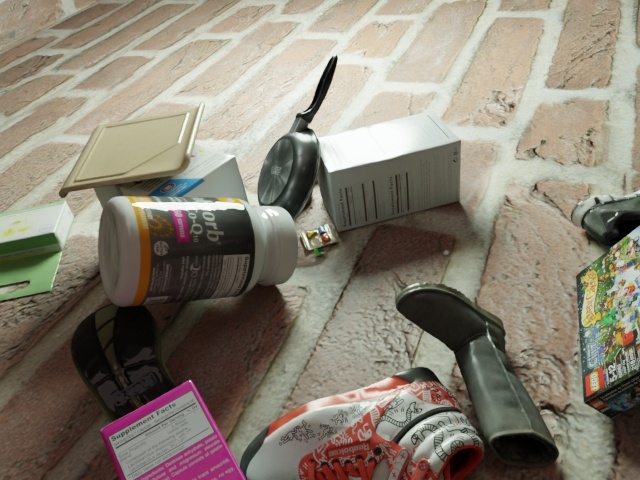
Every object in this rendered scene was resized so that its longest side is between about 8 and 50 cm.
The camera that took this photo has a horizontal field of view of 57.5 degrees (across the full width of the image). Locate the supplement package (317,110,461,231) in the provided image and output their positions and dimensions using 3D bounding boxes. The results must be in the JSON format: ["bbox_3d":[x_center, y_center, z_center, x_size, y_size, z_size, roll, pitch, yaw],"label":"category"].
[{"bbox_3d":[0.123,-0.132,1.098,0.244,0.134,0.139,-14,38,-6],"label":"supplement package"}]

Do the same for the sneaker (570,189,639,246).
[{"bbox_3d":[0.537,-0.041,0.939,0.234,0.078,0.106,-15,41,0],"label":"sneaker"}]

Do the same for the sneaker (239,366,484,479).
[{"bbox_3d":[0.051,0.250,0.665,0.270,0.090,0.145,-19,36,-15],"label":"sneaker"}]

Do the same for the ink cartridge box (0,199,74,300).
[{"bbox_3d":[-0.592,0.019,1.138,0.171,0.056,0.235,-11,36,-2],"label":"ink cartridge box"}]

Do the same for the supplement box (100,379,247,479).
[{"bbox_3d":[-0.129,0.279,0.614,0.113,0.111,0.220,-26,53,-19],"label":"supplement box"}]

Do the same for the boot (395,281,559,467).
[{"bbox_3d":[0.186,0.161,0.719,0.189,0.076,0.209,21,39,-15],"label":"boot"}]

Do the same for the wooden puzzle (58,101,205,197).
[{"bbox_3d":[-0.324,-0.159,1.040,0.238,0.044,0.221,-12,38,8],"label":"wooden puzzle"}]

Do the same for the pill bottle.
[{"bbox_3d":[-0.185,0.012,0.902,0.278,0.162,0.162,-3,30,-34],"label":"pill bottle"}]

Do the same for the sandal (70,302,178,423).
[{"bbox_3d":[-0.255,0.205,0.807,0.120,0.086,0.303,-22,54,-24],"label":"sandal"}]

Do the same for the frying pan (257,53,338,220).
[{"bbox_3d":[-0.035,-0.174,1.075,0.053,0.326,0.197,16,26,-30],"label":"frying pan"}]

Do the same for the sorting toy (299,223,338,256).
[{"bbox_3d":[0.000,0.000,1.057,0.062,0.012,0.083,-15,38,-7],"label":"sorting toy"}]

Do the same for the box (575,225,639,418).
[{"bbox_3d":[0.400,0.088,0.738,0.044,0.159,0.233,30,42,-6],"label":"box"}]

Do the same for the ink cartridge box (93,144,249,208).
[{"bbox_3d":[-0.274,-0.073,1.085,0.232,0.168,0.171,20,48,35],"label":"ink cartridge box"}]
